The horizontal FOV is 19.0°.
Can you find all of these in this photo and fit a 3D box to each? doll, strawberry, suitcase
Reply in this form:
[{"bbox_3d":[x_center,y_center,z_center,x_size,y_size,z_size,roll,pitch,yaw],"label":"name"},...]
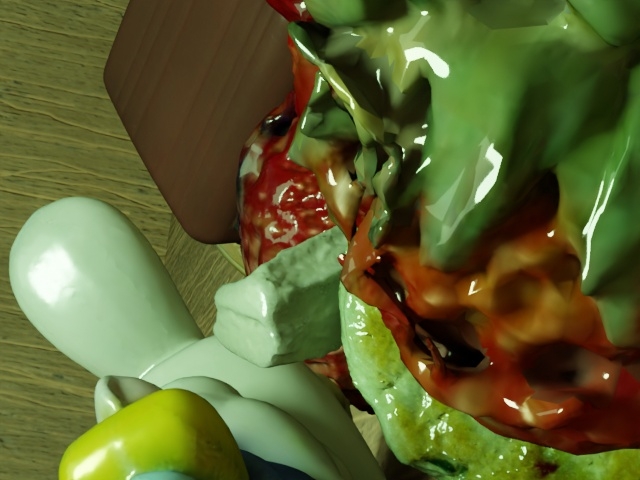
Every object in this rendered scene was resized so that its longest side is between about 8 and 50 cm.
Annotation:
[{"bbox_3d":[-0.035,0.169,0.942,0.187,0.376,0.365,-52,10,4],"label":"doll"},{"bbox_3d":[0.121,-0.100,0.658,0.351,0.267,0.312,-52,-24,-55],"label":"strawberry"},{"bbox_3d":[-0.043,-0.161,1.554,0.236,0.161,0.297,59,142,28],"label":"suitcase"},{"bbox_3d":[0.004,-0.015,1.417,0.280,0.150,0.253,-127,47,-73],"label":"strawberry"}]

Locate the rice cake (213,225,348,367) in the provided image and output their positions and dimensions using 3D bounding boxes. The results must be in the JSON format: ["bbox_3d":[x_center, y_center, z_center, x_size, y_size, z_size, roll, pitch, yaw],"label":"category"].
[{"bbox_3d":[0.058,-0.006,0.938,0.057,0.256,0.052,0,111,55],"label":"rice cake"}]

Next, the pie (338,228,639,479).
[{"bbox_3d":[0.098,0.033,0.839,0.041,0.187,0.187,-22,-56,-74],"label":"pie"}]

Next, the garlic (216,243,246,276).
[{"bbox_3d":[-0.024,-0.073,1.742,0.164,0.145,0.245,7,84,49],"label":"garlic"}]

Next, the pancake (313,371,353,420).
[{"bbox_3d":[-0.022,0.273,1.268,0.387,0.082,0.387,6,-90,-78],"label":"pancake"}]
